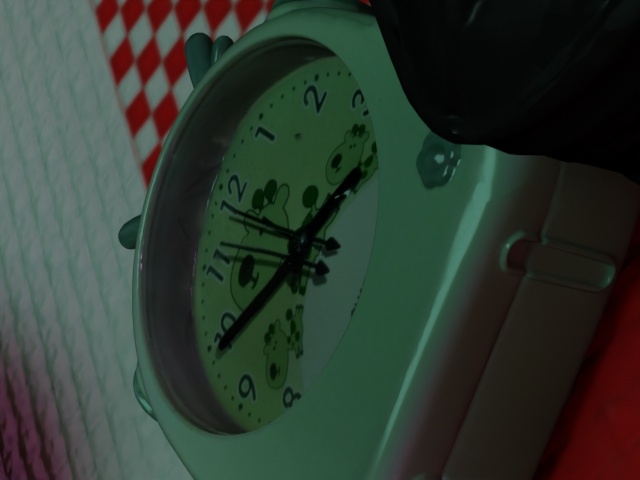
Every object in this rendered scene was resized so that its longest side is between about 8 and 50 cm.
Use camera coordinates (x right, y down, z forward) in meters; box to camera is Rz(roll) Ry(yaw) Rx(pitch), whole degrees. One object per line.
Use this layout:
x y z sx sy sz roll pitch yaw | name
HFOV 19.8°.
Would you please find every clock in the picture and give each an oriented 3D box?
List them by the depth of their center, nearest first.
0.000 0.000 0.579 0.211 0.066 0.159 39 110 52 | clock

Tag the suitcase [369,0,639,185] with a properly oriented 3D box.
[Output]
0.103 -0.207 0.431 0.339 0.188 0.345 -51 44 39 | suitcase
